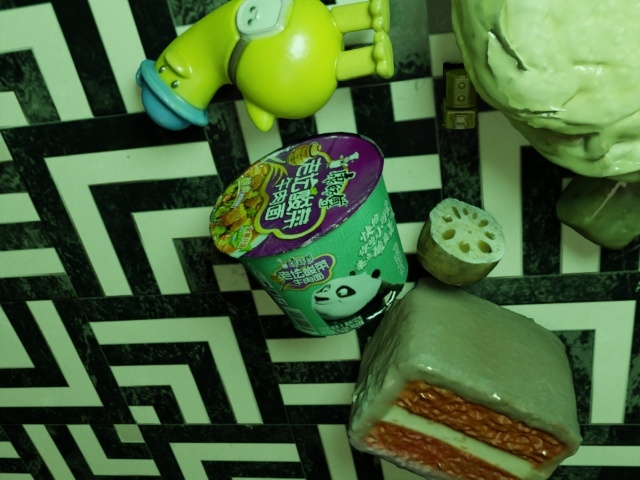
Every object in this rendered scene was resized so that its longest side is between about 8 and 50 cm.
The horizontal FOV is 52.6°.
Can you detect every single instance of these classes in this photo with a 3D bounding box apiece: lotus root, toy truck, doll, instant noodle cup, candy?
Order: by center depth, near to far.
[{"bbox_3d":[-0.084,-0.234,0.819,0.362,0.145,0.200,-4,83,23],"label":"doll"},{"bbox_3d":[0.416,-0.091,0.826,0.104,0.102,0.234,28,121,-8],"label":"candy"},{"bbox_3d":[0.181,-0.184,0.835,0.049,0.054,0.083,1,124,10],"label":"toy truck"},{"bbox_3d":[0.000,0.000,0.890,0.251,0.251,0.190,-14,128,19],"label":"instant noodle cup"},{"bbox_3d":[0.196,0.009,0.925,0.122,0.112,0.081,23,130,-6],"label":"lotus root"}]

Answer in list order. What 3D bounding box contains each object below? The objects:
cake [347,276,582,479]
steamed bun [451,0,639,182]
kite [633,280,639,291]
[{"bbox_3d":[0.215,0.234,1.002,0.308,0.230,0.237,24,123,-5],"label":"cake"},{"bbox_3d":[0.303,-0.250,0.663,0.372,0.230,0.324,41,120,-19],"label":"steamed bun"},{"bbox_3d":[0.463,-0.066,0.747,0.011,0.335,0.314,38,98,24],"label":"kite"}]
